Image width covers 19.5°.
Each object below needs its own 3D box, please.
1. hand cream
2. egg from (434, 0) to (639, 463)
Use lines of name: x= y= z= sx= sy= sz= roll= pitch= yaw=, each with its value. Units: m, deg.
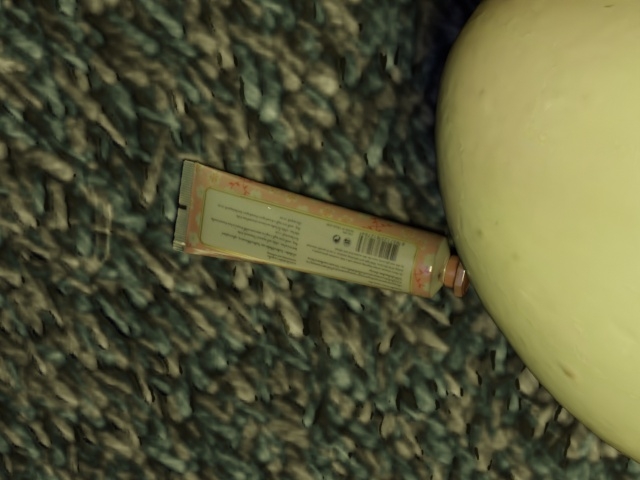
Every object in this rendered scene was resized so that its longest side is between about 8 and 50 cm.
hand cream: x=0.000 y=0.000 z=1.262 sx=0.210 sy=0.043 sz=0.067 roll=14 pitch=112 yaw=14
egg: x=0.219 y=-0.020 z=1.066 sx=0.345 sy=0.283 sz=0.283 roll=38 pitch=115 yaw=3
